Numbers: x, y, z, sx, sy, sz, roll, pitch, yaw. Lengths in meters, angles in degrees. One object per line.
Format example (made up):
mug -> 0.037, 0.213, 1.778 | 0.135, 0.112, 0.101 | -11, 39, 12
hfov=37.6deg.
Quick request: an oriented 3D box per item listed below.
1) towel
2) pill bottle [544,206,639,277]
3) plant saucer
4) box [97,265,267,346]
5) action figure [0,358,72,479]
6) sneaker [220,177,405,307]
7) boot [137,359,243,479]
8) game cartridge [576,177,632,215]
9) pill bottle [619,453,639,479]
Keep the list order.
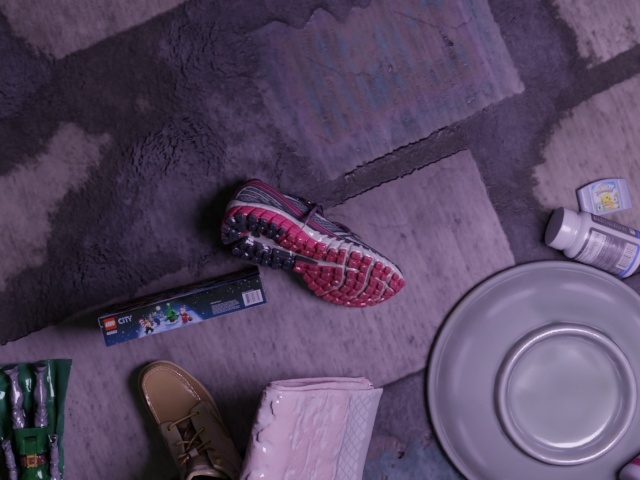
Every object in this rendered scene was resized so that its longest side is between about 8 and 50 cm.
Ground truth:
towel -> -0.025, 0.359, 1.340 | 0.053, 0.317, 0.331 | 14, 92, 30
pill bottle -> 0.427, 0.000, 1.468 | 0.137, 0.078, 0.078 | 20, 90, -5
plant saucer -> 0.369, 0.232, 1.453 | 0.401, 0.100, 0.400 | 0, 92, -3
box -> -0.197, 0.093, 1.377 | 0.233, 0.159, 0.044 | -15, 95, -5
action figure -> -0.435, 0.301, 1.416 | 0.137, 0.063, 0.232 | -5, 96, -8
sneaker -> 0.000, 0.000, 1.421 | 0.299, 0.112, 0.121 | 28, 132, -16
boot -> -0.184, 0.299, 1.362 | 0.095, 0.203, 0.262 | -29, 94, -3
game cartridge -> 0.453, -0.070, 1.500 | 0.083, 0.017, 0.056 | -13, 89, -4
pill bottle -> 0.609, 0.329, 1.414 | 0.283, 0.160, 0.160 | -34, 94, -10
